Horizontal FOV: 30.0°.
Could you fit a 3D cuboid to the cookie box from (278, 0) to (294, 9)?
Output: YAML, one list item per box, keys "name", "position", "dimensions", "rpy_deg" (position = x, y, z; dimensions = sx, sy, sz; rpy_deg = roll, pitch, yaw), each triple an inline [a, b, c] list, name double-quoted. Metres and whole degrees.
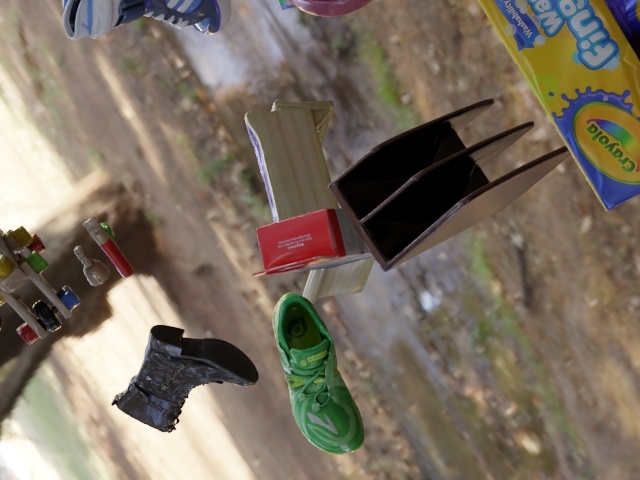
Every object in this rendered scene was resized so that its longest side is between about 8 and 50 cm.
- name: "cookie box"
  position: [-0.039, -0.514, 2.390]
  dimensions: [0.092, 0.107, 0.040]
  rpy_deg: [62, -164, -61]

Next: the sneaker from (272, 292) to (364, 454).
- name: "sneaker"
  position: [-0.015, 0.224, 2.013]
  dimensions: [0.123, 0.109, 0.295]
  rpy_deg: [79, 168, -73]

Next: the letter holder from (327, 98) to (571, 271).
- name: "letter holder"
  position: [0.202, -0.110, 1.720]
  dimensions: [0.152, 0.302, 0.214]
  rpy_deg: [57, 136, 8]

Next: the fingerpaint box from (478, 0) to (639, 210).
- name: "fingerpaint box"
  position: [0.374, -0.318, 1.357]
  dimensions: [0.445, 0.371, 0.163]
  rpy_deg: [56, -162, -17]

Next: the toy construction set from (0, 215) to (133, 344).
- name: "toy construction set"
  position: [-0.506, 0.013, 2.022]
  dimensions: [0.257, 0.308, 0.237]
  rpy_deg: [-97, -16, -46]

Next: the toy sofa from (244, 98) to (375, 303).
- name: "toy sofa"
  position: [-0.033, -0.075, 2.194]
  dimensions: [0.150, 0.177, 0.363]
  rpy_deg: [109, 150, -56]

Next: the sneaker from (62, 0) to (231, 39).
- name: "sneaker"
  position: [-0.271, -0.353, 1.722]
  dimensions: [0.130, 0.236, 0.323]
  rpy_deg: [39, 166, 26]

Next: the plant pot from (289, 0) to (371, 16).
- name: "plant pot"
  position: [0.009, -0.483, 1.889]
  dimensions: [0.201, 0.201, 0.180]
  rpy_deg: [50, 177, 17]

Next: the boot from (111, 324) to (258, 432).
- name: "boot"
  position: [-0.278, 0.303, 2.451]
  dimensions: [0.263, 0.229, 0.091]
  rpy_deg: [22, -154, -2]

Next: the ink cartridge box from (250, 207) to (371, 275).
- name: "ink cartridge box"
  position: [0.000, 0.000, 1.817]
  dimensions: [0.134, 0.231, 0.078]
  rpy_deg: [-16, 84, 32]
